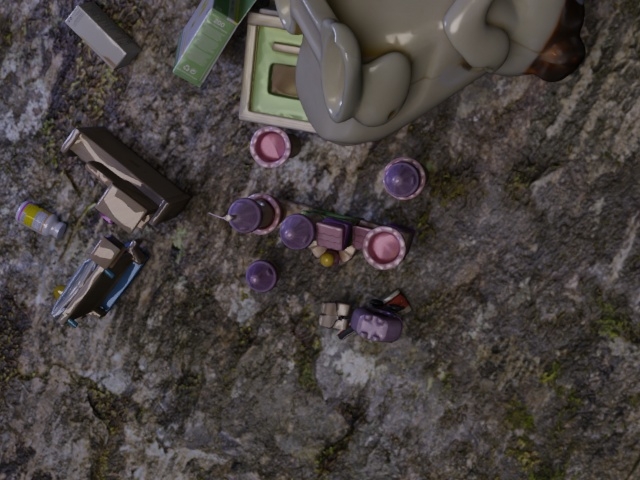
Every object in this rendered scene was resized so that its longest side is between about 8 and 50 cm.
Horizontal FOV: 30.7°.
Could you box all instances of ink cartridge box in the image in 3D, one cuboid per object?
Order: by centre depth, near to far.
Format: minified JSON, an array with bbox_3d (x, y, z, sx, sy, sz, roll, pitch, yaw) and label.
[{"bbox_3d":[-0.142,-0.367,1.791,0.056,0.171,0.235,29,114,-17],"label":"ink cartridge box"}]

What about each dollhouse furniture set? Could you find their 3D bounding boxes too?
[{"bbox_3d":[-0.404,-0.005,1.911,0.198,0.286,0.303,38,101,3],"label":"dollhouse furniture set"}]

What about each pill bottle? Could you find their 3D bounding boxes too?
[{"bbox_3d":[-0.493,-0.034,2.059,0.083,0.043,0.043,27,111,7],"label":"pill bottle"}]

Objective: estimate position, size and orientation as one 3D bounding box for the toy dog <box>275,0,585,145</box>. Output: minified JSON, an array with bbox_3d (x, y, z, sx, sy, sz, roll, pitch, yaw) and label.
[{"bbox_3d":[0.174,-0.287,1.614,0.408,0.284,0.395,-19,137,-10],"label":"toy dog"}]

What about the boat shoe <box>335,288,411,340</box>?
[{"bbox_3d":[0.087,0.132,1.938,0.137,0.049,0.043,-34,96,17],"label":"boat shoe"}]

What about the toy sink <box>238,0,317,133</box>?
[{"bbox_3d":[-0.029,-0.296,1.801,0.153,0.131,0.234,12,108,12],"label":"toy sink"}]

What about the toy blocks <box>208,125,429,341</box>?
[{"bbox_3d":[0.000,0.000,1.785,0.289,0.260,0.308,14,99,12],"label":"toy blocks"}]

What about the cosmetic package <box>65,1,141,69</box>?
[{"bbox_3d":[-0.359,-0.338,1.924,0.115,0.060,0.041,46,113,1],"label":"cosmetic package"}]
